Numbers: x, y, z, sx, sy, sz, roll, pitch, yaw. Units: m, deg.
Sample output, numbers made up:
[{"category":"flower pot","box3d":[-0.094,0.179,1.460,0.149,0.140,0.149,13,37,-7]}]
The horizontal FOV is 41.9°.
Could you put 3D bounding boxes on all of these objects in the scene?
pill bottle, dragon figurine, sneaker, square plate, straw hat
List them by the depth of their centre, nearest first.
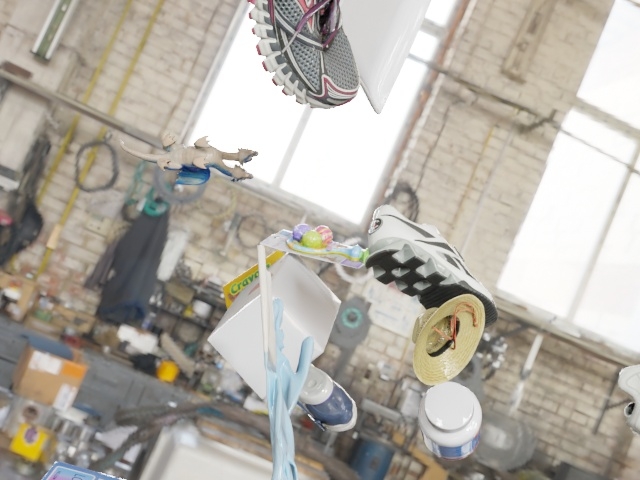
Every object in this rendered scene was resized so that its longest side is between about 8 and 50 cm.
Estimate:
[{"category":"sneaker","box3d":[-0.015,-0.259,0.843,0.112,0.121,0.299,0,-43,26]},{"category":"straw hat","box3d":[0.169,0.133,1.216,0.144,0.144,0.061,28,2,-43]},{"category":"square plate","box3d":[0.108,-0.411,1.322,0.049,0.344,0.347,22,-4,19]},{"category":"sneaker","box3d":[0.209,0.046,1.501,0.122,0.146,0.330,-28,-49,30]},{"category":"sneaker","box3d":[0.625,0.342,1.521,0.118,0.292,0.110,-13,17,26]},{"category":"pill bottle","box3d":[0.255,0.352,1.645,0.124,0.124,0.221,22,-19,19]},{"category":"dragon figurine","box3d":[-0.281,-0.170,1.798,0.289,0.085,0.144,-1,-13,11]},{"category":"sneaker","box3d":[-0.036,0.401,2.246,0.323,0.130,0.236,26,-22,47]}]

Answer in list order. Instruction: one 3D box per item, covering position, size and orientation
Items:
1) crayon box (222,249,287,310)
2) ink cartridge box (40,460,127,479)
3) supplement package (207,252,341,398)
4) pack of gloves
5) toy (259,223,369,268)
[{"category":"crayon box","box3d":[-0.139,0.172,2.161,0.083,0.203,0.323,29,36,-46]},{"category":"ink cartridge box","box3d":[-0.215,0.488,1.126,0.395,0.270,0.151,14,23,3]},{"category":"supplement package","box3d":[-0.091,0.170,1.802,0.175,0.177,0.293,49,16,-7]},{"category":"pack of gloves","box3d":[-0.023,0.143,0.756,0.046,0.232,0.195,-4,-22,-2]},{"category":"toy","box3d":[0.000,0.000,1.885,0.237,0.056,0.137,17,18,17]}]
